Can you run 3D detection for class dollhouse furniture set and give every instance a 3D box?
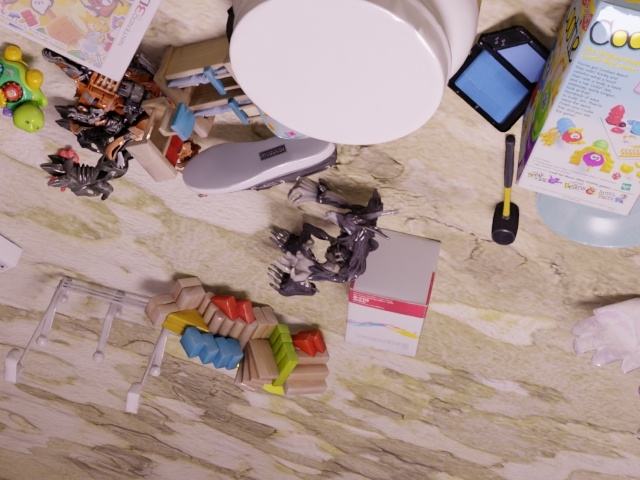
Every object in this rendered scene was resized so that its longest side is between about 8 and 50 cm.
[{"bbox_3d":[-0.149,-0.164,1.533,0.129,0.183,0.129,-7,141,30],"label":"dollhouse furniture set"}]

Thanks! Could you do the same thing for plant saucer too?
[{"bbox_3d":[0.403,-0.059,1.605,0.195,0.037,0.195,11,147,7],"label":"plant saucer"}]

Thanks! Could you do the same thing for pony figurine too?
[{"bbox_3d":[0.608,0.212,1.763,0.351,0.302,0.363,-25,136,1],"label":"pony figurine"}]

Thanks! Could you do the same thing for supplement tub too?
[{"bbox_3d":[0.049,-0.286,1.139,0.241,0.331,0.241,11,147,7],"label":"supplement tub"}]

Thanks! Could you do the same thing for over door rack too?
[{"bbox_3d":[-0.408,0.197,2.058,0.240,0.324,0.108,14,116,0],"label":"over door rack"}]

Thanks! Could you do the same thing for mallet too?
[{"bbox_3d":[0.270,-0.081,1.636,0.039,0.062,0.189,6,131,11],"label":"mallet"}]

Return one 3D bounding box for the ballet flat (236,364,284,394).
[{"bbox_3d":[-0.132,0.227,2.216,0.231,0.077,0.077,33,126,-22],"label":"ballet flat"}]

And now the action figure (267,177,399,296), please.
[{"bbox_3d":[0.000,0.000,1.747,0.141,0.164,0.276,23,152,-21],"label":"action figure"}]

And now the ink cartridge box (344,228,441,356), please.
[{"bbox_3d":[0.114,0.086,1.851,0.127,0.128,0.176,12,146,5],"label":"ink cartridge box"}]

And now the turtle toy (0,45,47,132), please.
[{"bbox_3d":[-0.440,-0.212,1.652,0.130,0.066,0.095,47,147,11],"label":"turtle toy"}]

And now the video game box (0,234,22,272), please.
[{"bbox_3d":[-0.689,0.003,2.120,0.187,0.048,0.205,-21,132,40],"label":"video game box"}]

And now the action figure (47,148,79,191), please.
[{"bbox_3d":[-0.417,-0.116,1.855,0.038,0.030,0.115,27,143,-9],"label":"action figure"}]

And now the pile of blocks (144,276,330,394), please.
[{"bbox_3d":[-0.137,0.171,2.060,0.362,0.149,0.112,21,132,-12],"label":"pile of blocks"}]

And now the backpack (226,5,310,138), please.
[{"bbox_3d":[-0.036,-0.219,1.472,0.152,0.115,0.182,0,147,17],"label":"backpack"}]

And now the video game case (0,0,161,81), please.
[{"bbox_3d":[-0.317,-0.329,1.440,0.227,0.026,0.206,25,126,-15],"label":"video game case"}]

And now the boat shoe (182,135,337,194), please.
[{"bbox_3d":[-0.083,-0.107,1.660,0.229,0.080,0.076,-18,150,4],"label":"boat shoe"}]

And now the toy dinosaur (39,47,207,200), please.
[{"bbox_3d":[-0.280,-0.161,1.637,0.218,0.164,0.322,-28,108,26],"label":"toy dinosaur"}]

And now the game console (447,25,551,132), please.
[{"bbox_3d":[0.240,-0.199,1.425,0.122,0.071,0.107,35,159,-29],"label":"game console"}]

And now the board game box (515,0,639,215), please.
[{"bbox_3d":[0.338,-0.185,1.308,0.144,0.142,0.275,15,137,-1],"label":"board game box"}]
